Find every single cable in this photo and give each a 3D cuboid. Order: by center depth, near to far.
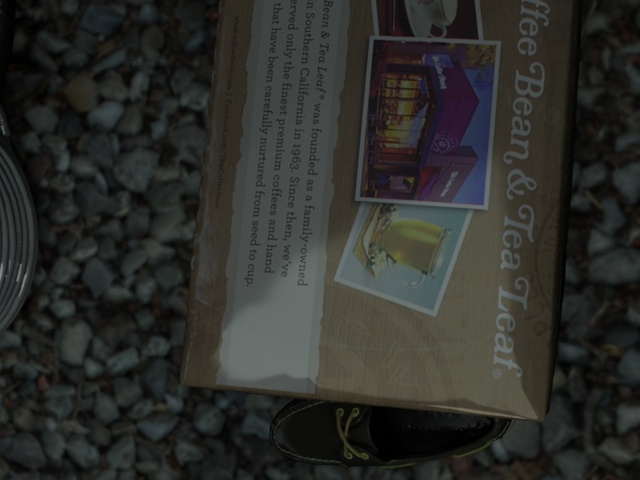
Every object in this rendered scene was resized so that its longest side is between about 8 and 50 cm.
[{"bbox_3d":[-0.396,-0.007,1.108,0.257,0.089,0.257,-27,86,17],"label":"cable"}]

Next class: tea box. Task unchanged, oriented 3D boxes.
[{"bbox_3d":[0.065,-0.050,0.799,0.220,0.323,0.329,4,83,11],"label":"tea box"}]

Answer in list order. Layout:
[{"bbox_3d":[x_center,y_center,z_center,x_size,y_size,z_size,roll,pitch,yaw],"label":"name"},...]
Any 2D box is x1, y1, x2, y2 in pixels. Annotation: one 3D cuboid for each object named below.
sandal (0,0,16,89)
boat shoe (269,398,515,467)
[{"bbox_3d":[-0.384,-0.296,1.090,0.167,0.107,0.446,-32,71,17],"label":"sandal"},{"bbox_3d":[0.054,0.156,0.986,0.227,0.068,0.081,-12,90,18],"label":"boat shoe"}]
